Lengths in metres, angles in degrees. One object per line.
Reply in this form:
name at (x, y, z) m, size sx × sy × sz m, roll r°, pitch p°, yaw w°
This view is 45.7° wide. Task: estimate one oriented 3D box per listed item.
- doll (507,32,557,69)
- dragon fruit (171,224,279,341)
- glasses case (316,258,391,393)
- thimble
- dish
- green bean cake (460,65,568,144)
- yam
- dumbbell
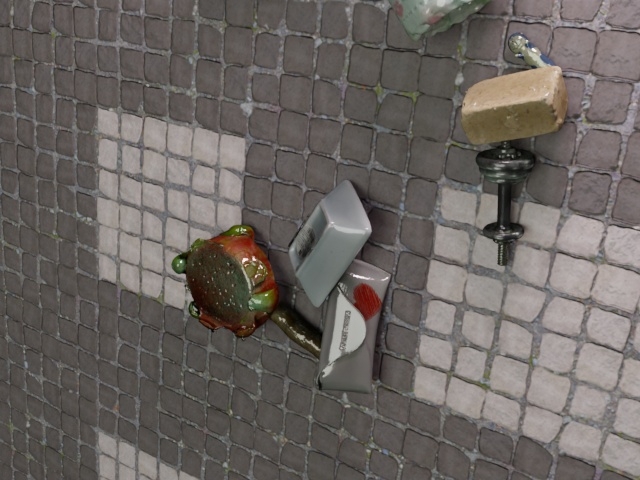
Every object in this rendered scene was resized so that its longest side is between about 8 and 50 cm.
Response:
doll at (0.393, -0.334, 1.396) m, size 0.125 × 0.027 × 0.037 m, roll 47°, pitch 122°, yaw 13°
dragon fruit at (-0.222, 0.101, 1.844) m, size 0.295 × 0.130 × 0.268 m, roll 32°, pitch 118°, yaw 21°
glasses case at (0.069, 0.198, 1.682) m, size 0.128 × 0.083 × 0.308 m, roll 10°, pitch 96°, yaw 16°
thimble at (0.226, -0.474, 1.379) m, size 0.211 × 0.185 × 0.149 m, roll -27°, pitch 90°, yaw 0°
dish at (0.000, 0.000, 1.654) m, size 0.243 × 0.080 × 0.182 m, roll -57°, pitch 35°, yaw 30°
green bean cake at (0.353, -0.245, 1.386) m, size 0.179 × 0.109 × 0.085 m, roll -4°, pitch 133°, yaw 34°
yam at (-0.021, 0.236, 1.798) m, size 0.253 × 0.061 × 0.061 m, roll 37°, pitch 120°, yaw 19°
dumbbell at (0.353, -0.071, 1.457) m, size 0.110 × 0.110 × 0.255 m, roll 8°, pitch 114°, yaw 30°
